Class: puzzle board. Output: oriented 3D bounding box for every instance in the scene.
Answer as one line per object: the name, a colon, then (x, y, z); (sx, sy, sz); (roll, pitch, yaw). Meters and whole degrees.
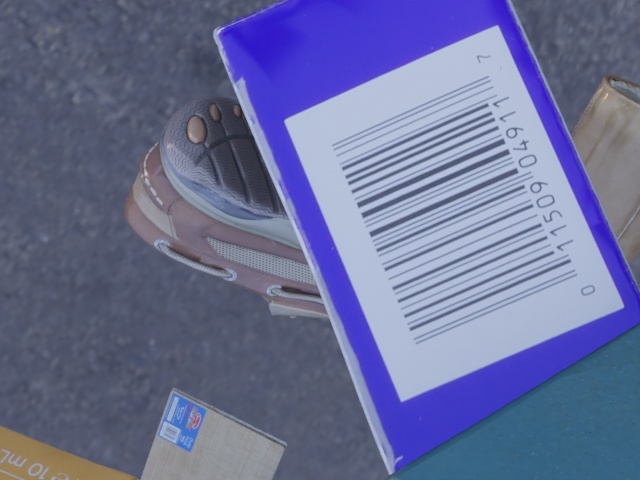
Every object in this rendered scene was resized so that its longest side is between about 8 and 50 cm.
puzzle board: (-0.085, 0.175, 1.283); (0.096, 0.011, 0.128); (27, 131, 6)

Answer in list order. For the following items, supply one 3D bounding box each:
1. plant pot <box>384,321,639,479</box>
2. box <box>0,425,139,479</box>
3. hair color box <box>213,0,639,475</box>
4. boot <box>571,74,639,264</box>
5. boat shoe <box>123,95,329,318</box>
plant pot: (0.172, 0.098, 0.475); (0.165, 0.234, 0.166); (29, 143, 46)
box: (-0.255, 0.260, 0.846); (0.215, 0.345, 0.168); (17, 140, 23)
hair color box: (0.063, 0.014, 0.714); (0.110, 0.339, 0.185); (-23, 79, 6)
boot: (0.299, 0.001, 1.588); (0.236, 0.089, 0.270); (17, 115, -29)
boat shoe: (0.000, 0.000, 1.235); (0.324, 0.123, 0.116); (26, 132, -28)
